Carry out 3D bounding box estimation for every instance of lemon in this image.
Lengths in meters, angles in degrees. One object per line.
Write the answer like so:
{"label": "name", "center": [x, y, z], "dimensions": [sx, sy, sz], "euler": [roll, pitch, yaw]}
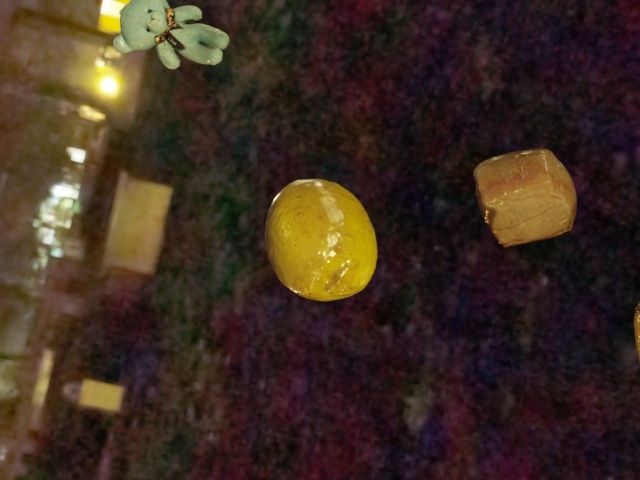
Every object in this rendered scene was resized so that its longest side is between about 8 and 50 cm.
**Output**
{"label": "lemon", "center": [0.000, 0.000, 1.616], "dimensions": [0.207, 0.170, 0.170], "euler": [-105, 30, -44]}

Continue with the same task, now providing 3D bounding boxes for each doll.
{"label": "doll", "center": [-0.239, -0.331, 1.677], "dimensions": [0.075, 0.179, 0.120], "euler": [21, -89, -77]}

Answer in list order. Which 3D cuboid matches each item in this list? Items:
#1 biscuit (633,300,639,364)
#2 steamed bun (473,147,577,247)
{"label": "biscuit", "center": [0.390, 0.065, 0.972], "dimensions": [0.034, 0.182, 0.215], "euler": [-55, -20, -53]}
{"label": "steamed bun", "center": [0.320, -0.071, 1.648], "dimensions": [0.175, 0.144, 0.106], "euler": [57, -159, -45]}
